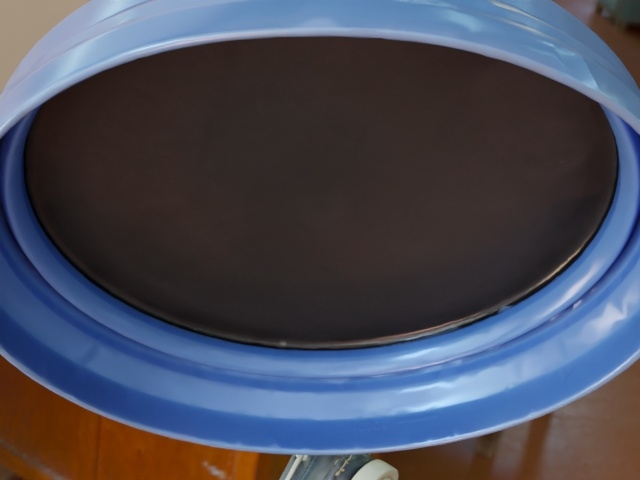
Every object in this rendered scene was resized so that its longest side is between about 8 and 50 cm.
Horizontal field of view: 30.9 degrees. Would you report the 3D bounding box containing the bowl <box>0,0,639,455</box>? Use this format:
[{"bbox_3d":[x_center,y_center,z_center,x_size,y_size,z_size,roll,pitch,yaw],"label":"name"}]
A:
[{"bbox_3d":[0.000,0.000,0.635,0.391,0.391,0.077,5,54,-8],"label":"bowl"}]

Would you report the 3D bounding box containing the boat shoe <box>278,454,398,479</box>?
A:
[{"bbox_3d":[-0.040,0.250,0.835,0.079,0.255,0.095,33,9,27],"label":"boat shoe"}]
